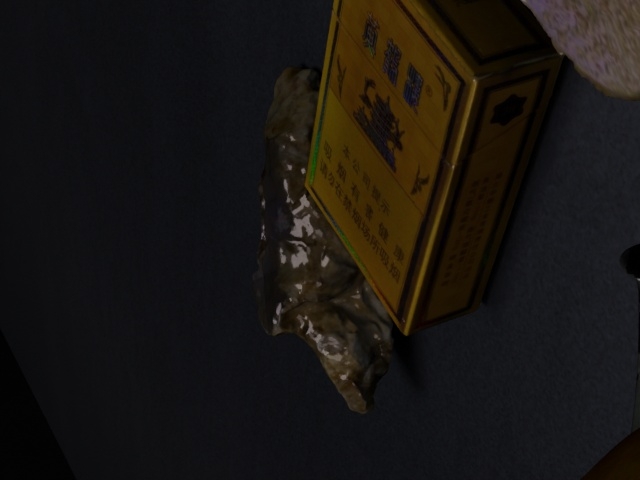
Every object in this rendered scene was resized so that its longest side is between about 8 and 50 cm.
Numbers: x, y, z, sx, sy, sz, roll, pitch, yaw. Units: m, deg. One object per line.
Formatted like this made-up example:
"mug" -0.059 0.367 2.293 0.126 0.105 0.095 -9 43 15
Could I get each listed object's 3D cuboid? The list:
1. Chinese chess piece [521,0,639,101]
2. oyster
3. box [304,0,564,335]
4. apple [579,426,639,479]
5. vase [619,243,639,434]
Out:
"Chinese chess piece" 0.158 -0.206 0.714 0.270 0.112 0.270 63 176 9
"oyster" -0.005 0.000 1.324 0.166 0.110 0.341 9 102 58
"box" 0.079 -0.092 1.101 0.193 0.084 0.301 56 153 32
"apple" 0.269 0.246 0.601 0.374 0.374 0.384 -173 77 -65
"vase" 0.234 0.085 0.923 0.059 0.059 0.167 34 137 55
